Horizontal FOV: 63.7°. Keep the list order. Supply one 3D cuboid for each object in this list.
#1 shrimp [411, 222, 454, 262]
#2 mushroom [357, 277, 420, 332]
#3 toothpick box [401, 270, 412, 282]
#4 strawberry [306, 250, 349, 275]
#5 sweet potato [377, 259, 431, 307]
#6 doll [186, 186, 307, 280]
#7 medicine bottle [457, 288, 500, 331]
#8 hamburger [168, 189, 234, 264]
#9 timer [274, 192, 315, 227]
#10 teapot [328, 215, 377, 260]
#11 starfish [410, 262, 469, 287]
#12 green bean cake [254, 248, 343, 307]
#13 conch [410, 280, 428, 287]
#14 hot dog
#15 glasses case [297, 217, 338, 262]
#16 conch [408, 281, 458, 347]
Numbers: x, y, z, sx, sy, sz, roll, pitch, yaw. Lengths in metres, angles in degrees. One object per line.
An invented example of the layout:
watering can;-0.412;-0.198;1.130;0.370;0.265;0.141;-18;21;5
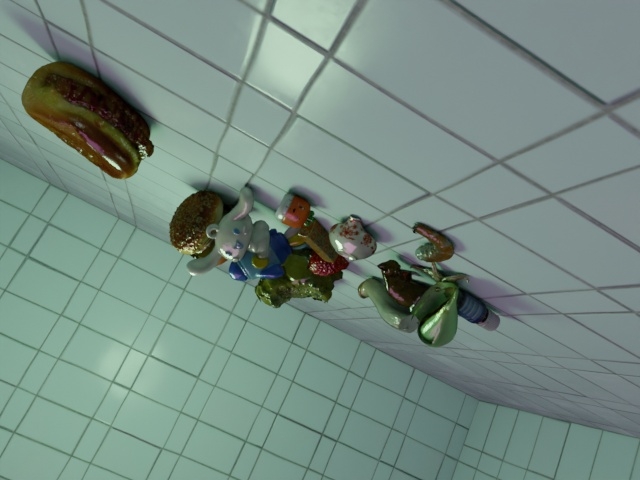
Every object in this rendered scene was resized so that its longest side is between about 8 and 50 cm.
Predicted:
shrimp;0.294;0.009;1.461;0.166;0.049;0.161;34;159;-25
mushroom;0.262;0.245;2.026;0.329;0.122;0.159;42;170;49
toothpick box;0.283;0.127;1.859;0.083;0.047;0.047;12;160;42
strawberry;0.026;0.087;1.986;0.148;0.131;0.131;33;165;3
sweet potato;0.295;0.162;1.774;0.310;0.124;0.098;30;-171;-24
doll;-0.242;0.027;1.857;0.366;0.186;0.376;25;131;-31
medicine bottle;0.533;0.244;1.791;0.203;0.083;0.083;30;164;-20
hamburger;-0.447;-0.047;1.998;0.291;0.290;0.225;8;161;48
timer;-0.076;-0.085;1.619;0.136;0.099;0.136;31;175;3
teapot;0.104;0.005;1.661;0.160;0.116;0.245;12;169;6
starfish;0.389;0.118;1.689;0.217;0.050;0.223;22;161;42
green bean cake;-0.095;0.164;2.128;0.310;0.284;0.202;16;157;19
conch;0.366;0.209;1.906;0.116;0.105;0.173;15;177;-42
hot dog;-0.643;-0.335;1.516;0.223;0.185;0.405;17;162;32
glasses case;0.000;0.000;1.823;0.049;0.075;0.218;13;160;33
conch;0.375;0.238;1.700;0.143;0.137;0.250;43;155;51
